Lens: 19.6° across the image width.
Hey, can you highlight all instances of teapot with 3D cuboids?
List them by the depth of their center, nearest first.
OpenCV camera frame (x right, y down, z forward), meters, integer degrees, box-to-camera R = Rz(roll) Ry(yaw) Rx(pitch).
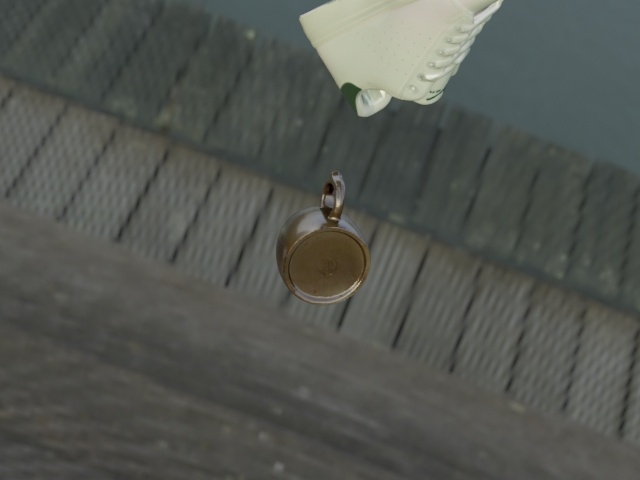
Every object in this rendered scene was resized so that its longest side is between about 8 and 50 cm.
[{"bbox_3d":[0.000,0.000,1.534,0.076,0.121,0.068,6,24,-17],"label":"teapot"}]

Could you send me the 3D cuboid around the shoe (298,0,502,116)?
[{"bbox_3d":[0.091,-0.167,1.449,0.095,0.265,0.110,-28,101,-33],"label":"shoe"}]
